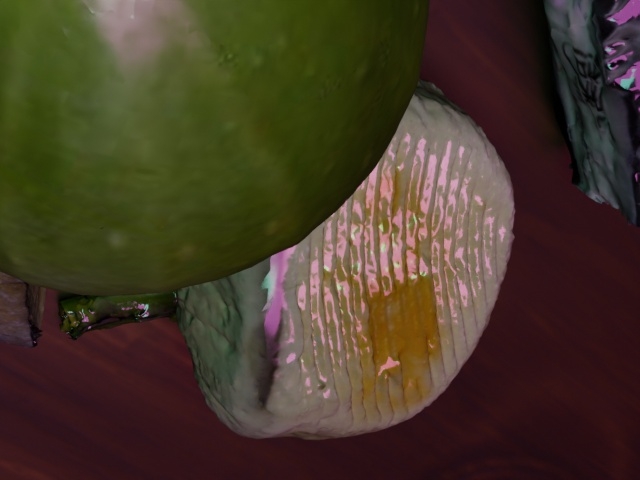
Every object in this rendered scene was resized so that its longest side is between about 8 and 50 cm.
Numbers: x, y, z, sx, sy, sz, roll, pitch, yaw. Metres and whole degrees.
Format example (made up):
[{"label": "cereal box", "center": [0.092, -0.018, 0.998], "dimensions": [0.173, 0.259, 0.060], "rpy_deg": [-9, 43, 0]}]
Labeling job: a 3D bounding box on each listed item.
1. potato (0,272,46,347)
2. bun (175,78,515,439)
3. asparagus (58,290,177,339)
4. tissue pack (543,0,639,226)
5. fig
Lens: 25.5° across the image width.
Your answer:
[{"label": "potato", "center": [-0.210, -0.013, 0.826], "dimensions": [0.101, 0.089, 0.172], "rpy_deg": [1, 152, -1]}, {"label": "bun", "center": [0.000, 0.000, 0.868], "dimensions": [0.244, 0.153, 0.244], "rpy_deg": [-21, 121, -38]}, {"label": "asparagus", "center": [-0.090, 0.040, 0.935], "dimensions": [0.165, 0.030, 0.036], "rpy_deg": [-6, 114, -21]}, {"label": "tissue pack", "center": [0.295, -0.180, 0.918], "dimensions": [0.332, 0.123, 0.245], "rpy_deg": [-26, 123, -12]}, {"label": "fig", "center": [-0.089, -0.122, 0.632], "dimensions": [0.316, 0.316, 0.316], "rpy_deg": [-12, 125, -18]}]
